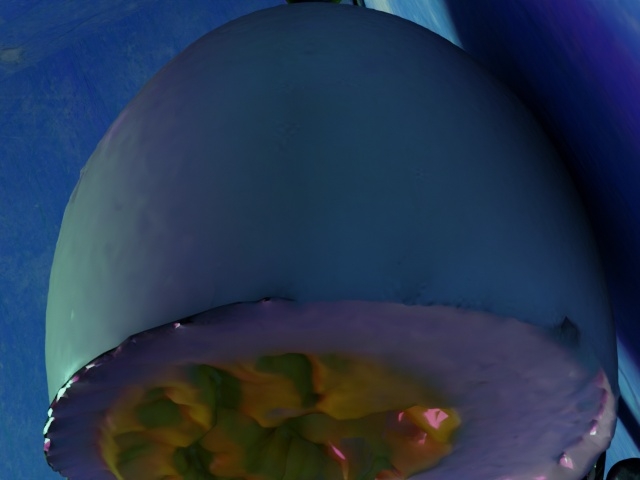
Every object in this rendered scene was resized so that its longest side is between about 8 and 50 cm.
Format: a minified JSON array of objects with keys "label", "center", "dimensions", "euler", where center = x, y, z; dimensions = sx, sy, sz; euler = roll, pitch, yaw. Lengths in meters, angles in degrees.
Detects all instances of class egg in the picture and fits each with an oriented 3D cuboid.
[{"label":"egg","center":[0.000,0.000,0.679],"dimensions":[0.354,0.355,0.339],"euler":[61,-161,-50]}]

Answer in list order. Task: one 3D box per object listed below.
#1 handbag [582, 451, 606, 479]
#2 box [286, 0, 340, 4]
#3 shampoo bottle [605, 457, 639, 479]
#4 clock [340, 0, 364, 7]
[{"label":"handbag","center":[0.215,0.146,0.839],"dimensions":[0.139,0.072,0.115],"euler":[90,-170,-58]},{"label":"box","center":[-0.087,-0.392,1.039],"dimensions":[0.345,0.097,0.134],"euler":[55,-164,20]},{"label":"shampoo bottle","center":[0.263,0.221,0.746],"dimensions":[0.234,0.049,0.087],"euler":[36,-138,-86]},{"label":"clock","center":[0.008,-0.311,1.310],"dimensions":[0.144,0.073,0.193],"euler":[64,-178,23]}]
